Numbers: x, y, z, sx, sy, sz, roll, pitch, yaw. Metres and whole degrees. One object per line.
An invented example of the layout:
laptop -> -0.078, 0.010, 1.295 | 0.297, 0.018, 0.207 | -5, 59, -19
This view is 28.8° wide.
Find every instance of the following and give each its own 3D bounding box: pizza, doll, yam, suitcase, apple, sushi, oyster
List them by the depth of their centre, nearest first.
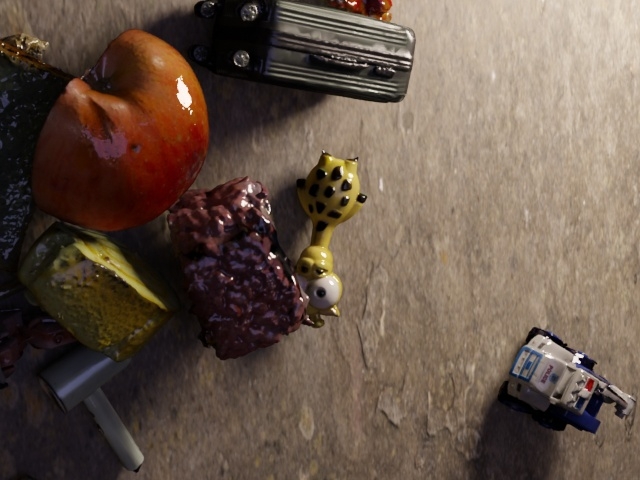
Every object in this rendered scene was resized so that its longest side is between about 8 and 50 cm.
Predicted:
apple -> -0.249, -0.136, 1.726 | 0.163, 0.251, 0.293 | 26, 62, 11
oyster -> -0.425, -0.251, 1.758 | 0.080, 0.038, 0.083 | 11, 94, -32
yam -> -0.436, 0.062, 1.823 | 0.116, 0.021, 0.021 | -27, 112, -21
sushi -> -0.125, 0.032, 1.878 | 0.171, 0.236, 0.270 | -19, 110, 0
suitcase -> -0.022, -0.291, 1.885 | 0.312, 0.202, 0.128 | 7, 97, -30
pizza -> 0.071, -0.419, 1.999 | 0.201, 0.053, 0.193 | -49, 119, -13
doll -> 0.000, 0.000, 2.025 | 0.117, 0.086, 0.291 | 13, 96, 9

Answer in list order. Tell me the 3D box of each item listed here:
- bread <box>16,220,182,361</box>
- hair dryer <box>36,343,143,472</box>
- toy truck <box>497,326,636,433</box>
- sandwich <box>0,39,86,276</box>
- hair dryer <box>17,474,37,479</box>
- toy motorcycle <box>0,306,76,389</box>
bread -> -0.326, 0.065, 1.768 | 0.124, 0.186, 0.257 | -50, 144, 6
hair dryer -> -0.319, 0.260, 1.904 | 0.131, 0.073, 0.236 | -36, 118, -21
toy truck -> 0.450, 0.270, 2.280 | 0.213, 0.177, 0.161 | 31, 85, -31
sandwich -> -0.483, -0.132, 1.693 | 0.271, 0.099, 0.301 | 20, 98, -37
hair dryer -> -0.424, 0.433, 1.891 | 0.154, 0.054, 0.106 | 42, 83, -33
toy motorcycle -> -0.440, 0.151, 1.782 | 0.212, 0.118, 0.084 | -16, 117, -27
